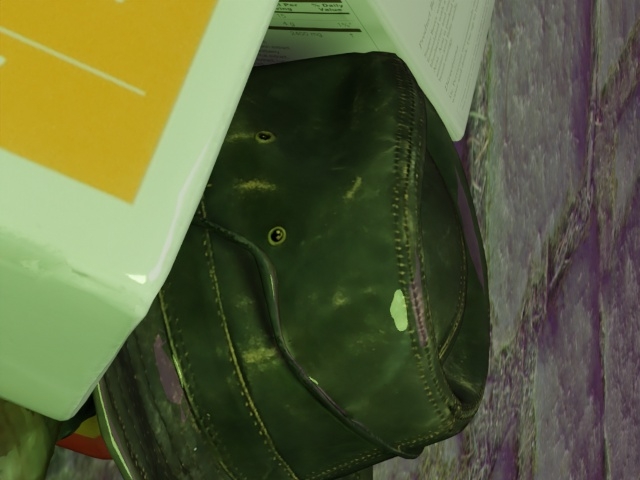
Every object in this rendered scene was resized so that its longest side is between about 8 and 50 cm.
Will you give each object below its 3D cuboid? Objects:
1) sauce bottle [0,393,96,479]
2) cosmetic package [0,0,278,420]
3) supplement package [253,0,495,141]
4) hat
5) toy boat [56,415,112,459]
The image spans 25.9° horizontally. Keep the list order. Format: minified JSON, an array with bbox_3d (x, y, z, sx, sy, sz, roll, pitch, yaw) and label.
[{"bbox_3d":[-0.176,0.090,0.503,0.344,0.111,0.111,-31,125,-50],"label":"sauce bottle"},{"bbox_3d":[-0.089,-0.200,0.454,0.161,0.230,0.453,134,-23,-65],"label":"cosmetic package"},{"bbox_3d":[-0.023,-0.196,0.750,0.293,0.175,0.177,46,56,-61],"label":"supplement package"},{"bbox_3d":[0.000,0.000,0.612,0.331,0.134,0.331,57,19,-32],"label":"hat"},{"bbox_3d":[-0.090,0.201,0.739,0.267,0.148,0.318,-41,133,-57],"label":"toy boat"}]
